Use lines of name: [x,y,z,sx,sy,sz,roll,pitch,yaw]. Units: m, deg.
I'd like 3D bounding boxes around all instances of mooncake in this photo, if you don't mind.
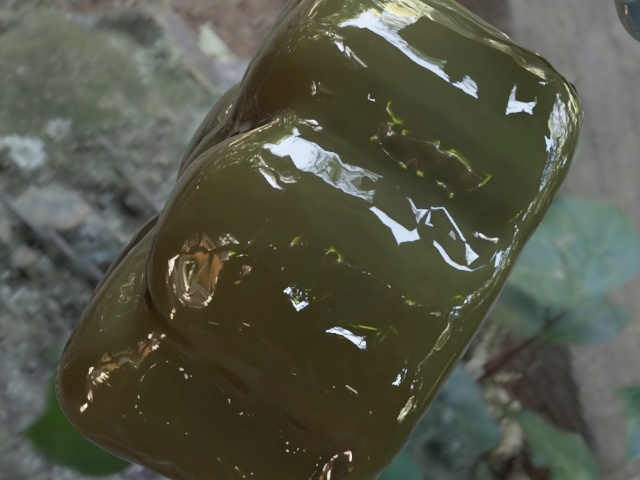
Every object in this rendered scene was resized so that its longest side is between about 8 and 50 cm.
mooncake: [0.000,0.000,1.531,0.262,0.467,0.467,34,46,-4]

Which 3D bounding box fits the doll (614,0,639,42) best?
doll: [0.344,-0.303,1.863,0.195,0.153,0.258,-47,124,-9]
